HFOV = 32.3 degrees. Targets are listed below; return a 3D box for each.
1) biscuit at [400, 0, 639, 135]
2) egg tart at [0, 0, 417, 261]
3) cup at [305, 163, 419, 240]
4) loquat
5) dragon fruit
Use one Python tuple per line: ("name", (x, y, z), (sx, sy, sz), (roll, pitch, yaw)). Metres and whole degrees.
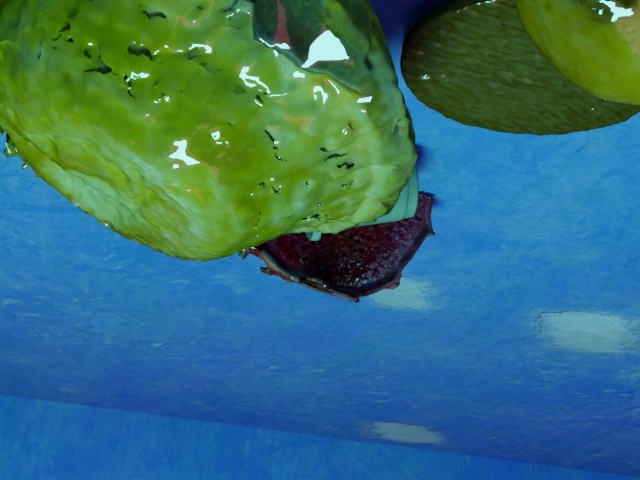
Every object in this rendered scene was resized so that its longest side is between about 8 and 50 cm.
("biscuit", (0.204, -0.169, 1.038), (0.261, 0.037, 0.262), (4, 158, 2))
("egg tart", (-0.138, -0.118, 0.910), (0.443, 0.178, 0.443), (25, 157, 12))
("cup", (0.037, -0.059, 1.264), (0.141, 0.120, 0.120), (1, 160, -10))
("loquat", (0.237, -0.191, 0.806), (0.187, 0.176, 0.234), (-24, 151, 23))
("dragon fruit", (-0.004, 0.009, 1.371), (0.274, 0.161, 0.126), (10, 156, -16))
